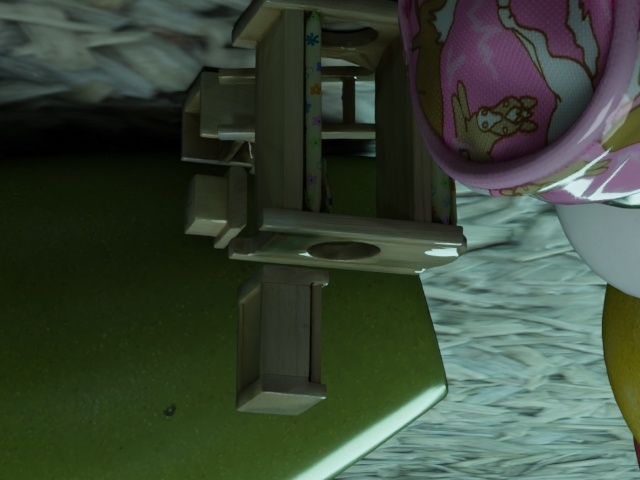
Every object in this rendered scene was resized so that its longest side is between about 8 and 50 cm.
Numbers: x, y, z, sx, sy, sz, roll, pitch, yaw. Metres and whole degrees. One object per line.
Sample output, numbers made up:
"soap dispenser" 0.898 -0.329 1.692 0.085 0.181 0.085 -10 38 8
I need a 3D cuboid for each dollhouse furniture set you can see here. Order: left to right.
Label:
"dollhouse furniture set" 0.000 0.000 0.918 0.101 0.182 0.161 5 164 -17

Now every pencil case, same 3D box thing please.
"pencil case" 0.216 -0.066 0.723 0.386 0.160 0.167 9 134 -25

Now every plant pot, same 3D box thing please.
"plant pot" -0.090 0.058 1.068 0.293 0.274 0.275 -17 164 0

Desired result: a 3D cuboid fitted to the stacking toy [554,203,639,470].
"stacking toy" 0.269 0.053 1.035 0.351 0.350 0.480 -9 144 32
